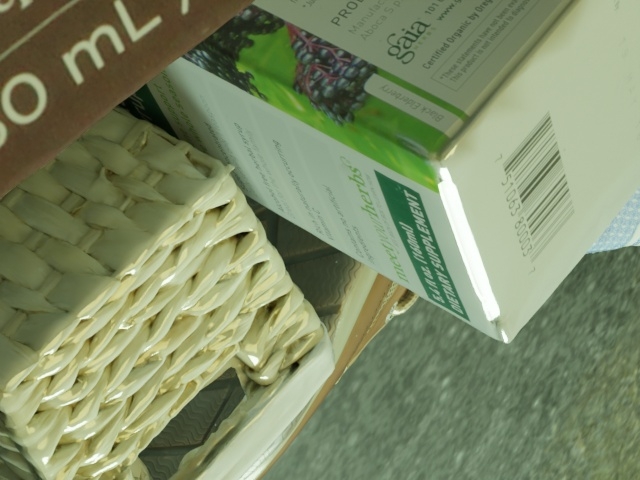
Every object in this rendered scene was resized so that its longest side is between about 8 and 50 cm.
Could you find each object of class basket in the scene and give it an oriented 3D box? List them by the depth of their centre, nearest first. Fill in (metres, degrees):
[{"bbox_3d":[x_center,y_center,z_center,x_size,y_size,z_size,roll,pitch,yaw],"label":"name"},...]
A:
[{"bbox_3d":[-0.098,0.015,0.585,0.113,0.167,0.103,-46,139,-20],"label":"basket"}]

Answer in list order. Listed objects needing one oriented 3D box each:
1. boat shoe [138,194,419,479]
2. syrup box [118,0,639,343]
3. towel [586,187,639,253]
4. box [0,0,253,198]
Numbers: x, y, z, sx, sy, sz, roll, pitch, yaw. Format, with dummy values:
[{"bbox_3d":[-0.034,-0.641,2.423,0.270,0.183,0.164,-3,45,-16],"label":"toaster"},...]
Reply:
[{"bbox_3d":[0.000,0.000,0.746,0.324,0.123,0.116,-57,150,-1],"label":"boat shoe"},{"bbox_3d":[-0.016,-0.076,0.547,0.096,0.237,0.093,-49,146,-18],"label":"syrup box"},{"bbox_3d":[0.219,-0.086,1.050,0.285,0.034,0.209,-3,119,-53],"label":"towel"},{"bbox_3d":[-0.101,-0.197,0.256,0.191,0.143,0.381,-40,133,-13],"label":"box"}]
